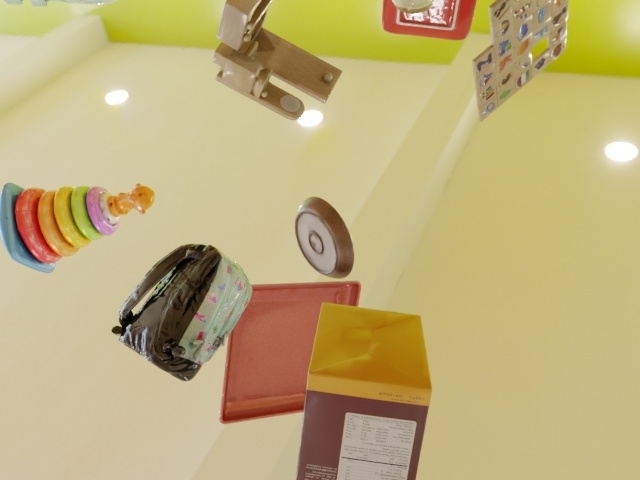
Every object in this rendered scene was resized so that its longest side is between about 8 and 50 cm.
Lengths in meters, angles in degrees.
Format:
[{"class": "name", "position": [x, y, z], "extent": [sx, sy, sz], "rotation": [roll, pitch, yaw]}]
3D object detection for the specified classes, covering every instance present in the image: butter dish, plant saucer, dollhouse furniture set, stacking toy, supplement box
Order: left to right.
[{"class": "stacking toy", "position": [-0.481, -0.057, 1.350], "extent": [0.301, 0.166, 0.175], "rotation": [-16, -107, 6]}, {"class": "plant saucer", "position": [-0.060, 0.193, 1.197], "extent": [0.259, 0.259, 0.047], "rotation": [0, -165, -31]}, {"class": "dollhouse furniture set", "position": [-0.031, -0.212, 0.707], "extent": [0.123, 0.151, 0.144], "rotation": [28, -122, -4]}, {"class": "plant saucer", "position": [0.000, 0.000, 1.248], "extent": [0.029, 0.169, 0.168], "rotation": [-25, -139, -32]}, {"class": "supplement box", "position": [0.047, 0.205, 0.778], "extent": [0.129, 0.194, 0.191], "rotation": [8, -163, 2]}, {"class": "butter dish", "position": [0.194, -0.449, 1.145], "extent": [0.159, 0.160, 0.118], "rotation": [8, -128, 7]}]

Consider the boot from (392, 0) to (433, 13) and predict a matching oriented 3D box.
[{"class": "boot", "position": [0.107, -0.428, 0.845], "extent": [0.077, 0.165, 0.213], "rotation": [-13, -109, -5]}]

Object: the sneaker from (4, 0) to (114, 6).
[{"class": "sneaker", "position": [-0.336, -0.260, 0.671], "extent": [0.255, 0.094, 0.151], "rotation": [15, -123, 9]}]

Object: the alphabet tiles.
[{"class": "alphabet tiles", "position": [0.316, -0.317, 1.030], "extent": [0.198, 0.237, 0.009], "rotation": [-40, -120, -4]}]

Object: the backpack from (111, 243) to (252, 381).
[{"class": "backpack", "position": [-0.185, 0.095, 0.928], "extent": [0.152, 0.115, 0.182], "rotation": [19, -109, 37]}]
